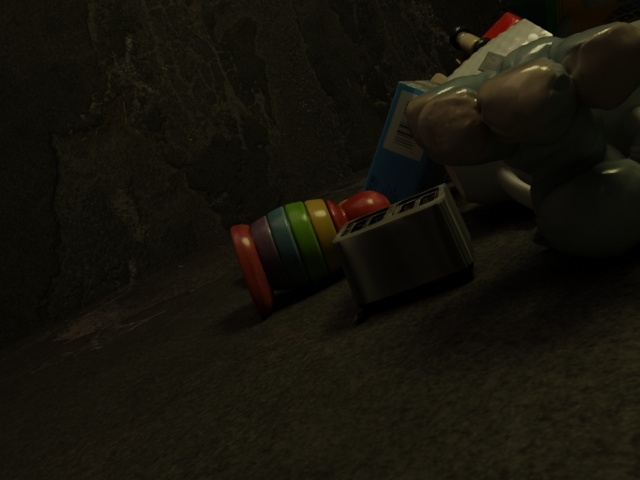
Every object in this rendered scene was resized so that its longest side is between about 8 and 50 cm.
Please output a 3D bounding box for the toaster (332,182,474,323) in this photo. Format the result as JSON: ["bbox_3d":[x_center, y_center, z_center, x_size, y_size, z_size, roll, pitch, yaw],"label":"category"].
[{"bbox_3d":[0.115,0.010,0.805,0.168,0.110,0.186,-22,9,18],"label":"toaster"}]

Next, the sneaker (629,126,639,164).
[{"bbox_3d":[0.508,-0.213,0.670,0.319,0.208,0.127,-16,9,14],"label":"sneaker"}]

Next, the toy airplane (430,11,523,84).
[{"bbox_3d":[0.416,-0.339,1.530,0.272,0.386,0.384,7,-15,-24],"label":"toy airplane"}]

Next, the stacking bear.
[{"bbox_3d":[0.000,0.000,1.055,0.289,0.164,0.175,-20,9,-2],"label":"stacking bear"}]

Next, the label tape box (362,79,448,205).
[{"bbox_3d":[0.222,-0.205,1.246,0.115,0.249,0.347,23,23,15],"label":"label tape box"}]

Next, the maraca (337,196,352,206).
[{"bbox_3d":[0.088,-0.050,1.240,0.127,0.099,0.185,3,27,36],"label":"maraca"}]

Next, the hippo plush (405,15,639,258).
[{"bbox_3d":[0.242,-0.090,0.657,0.234,0.237,0.294,-22,16,15],"label":"hippo plush"}]

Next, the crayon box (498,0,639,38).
[{"bbox_3d":[0.368,-0.327,0.661,0.165,0.081,0.278,7,-8,-38],"label":"crayon box"}]

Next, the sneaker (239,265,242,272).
[{"bbox_3d":[-0.149,0.045,1.353,0.094,0.091,0.258,-28,9,-20],"label":"sneaker"}]

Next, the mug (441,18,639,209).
[{"bbox_3d":[0.356,-0.181,0.908,0.328,0.276,0.374,-28,39,10],"label":"mug"}]
